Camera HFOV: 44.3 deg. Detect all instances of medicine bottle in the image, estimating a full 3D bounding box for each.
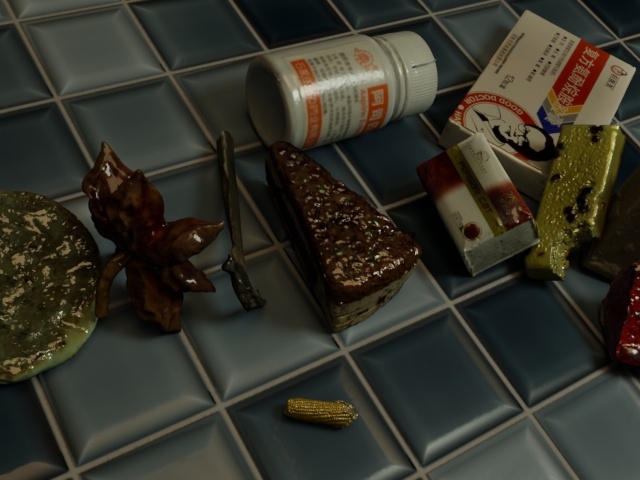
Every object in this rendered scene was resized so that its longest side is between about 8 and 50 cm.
[{"bbox_3d":[0.032,-0.217,1.116,0.252,0.144,0.144,-21,63,-27],"label":"medicine bottle"}]

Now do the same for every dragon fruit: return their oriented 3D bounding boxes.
[{"bbox_3d":[0.425,0.093,1.029,0.102,0.096,0.147,20,95,4],"label":"dragon fruit"}]

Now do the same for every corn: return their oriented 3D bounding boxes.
[{"bbox_3d":[0.002,0.191,0.878,0.083,0.028,0.027,10,32,-8],"label":"corn"}]

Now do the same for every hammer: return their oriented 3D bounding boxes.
[{"bbox_3d":[-0.108,-0.038,0.982,0.027,0.125,0.297,-17,48,3],"label":"hammer"}]

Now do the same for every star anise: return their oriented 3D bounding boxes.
[{"bbox_3d":[-0.195,-0.004,0.858,0.111,0.196,0.212,-19,80,-45],"label":"star anise"}]

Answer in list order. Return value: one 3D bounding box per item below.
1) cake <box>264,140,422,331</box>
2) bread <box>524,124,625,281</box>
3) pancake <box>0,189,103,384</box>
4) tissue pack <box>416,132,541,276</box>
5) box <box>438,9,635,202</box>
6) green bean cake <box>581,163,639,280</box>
[{"bbox_3d":[-0.011,-0.004,0.966,0.246,0.112,0.135,38,56,13],"label":"cake"},{"bbox_3d":[0.346,-0.053,1.071,0.088,0.049,0.226,8,71,35],"label":"bread"},{"bbox_3d":[-0.361,0.051,0.876,0.253,0.037,0.253,7,54,-10],"label":"pancake"},{"bbox_3d":[0.209,-0.049,1.050,0.106,0.099,0.149,-28,60,6],"label":"tissue pack"},{"bbox_3d":[0.354,-0.218,1.257,0.214,0.069,0.353,32,54,8],"label":"box"},{"bbox_3d":[0.440,-0.018,1.057,0.109,0.179,0.085,20,52,0],"label":"green bean cake"}]
